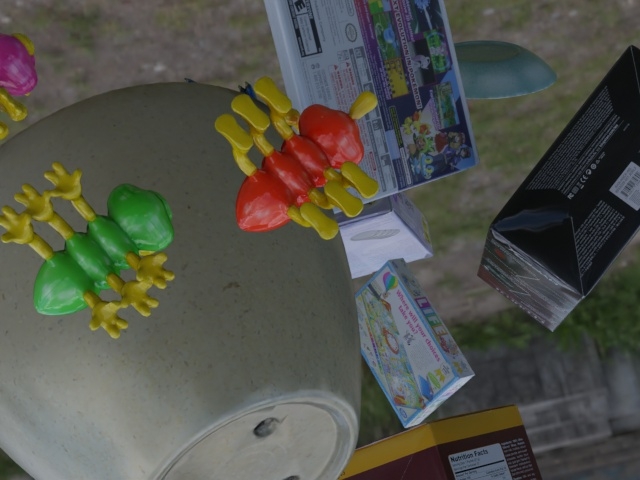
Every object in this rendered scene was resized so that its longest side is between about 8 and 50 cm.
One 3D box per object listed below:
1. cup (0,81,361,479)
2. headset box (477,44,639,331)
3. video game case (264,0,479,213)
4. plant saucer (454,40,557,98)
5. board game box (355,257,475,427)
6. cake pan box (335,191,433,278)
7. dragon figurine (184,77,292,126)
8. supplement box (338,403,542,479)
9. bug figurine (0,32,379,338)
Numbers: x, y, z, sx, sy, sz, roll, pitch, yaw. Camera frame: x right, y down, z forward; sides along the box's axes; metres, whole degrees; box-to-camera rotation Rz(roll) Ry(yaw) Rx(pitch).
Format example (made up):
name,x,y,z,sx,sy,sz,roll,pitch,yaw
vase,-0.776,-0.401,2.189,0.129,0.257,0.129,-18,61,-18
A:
name,x,y,z,sx,sy,sz,roll,pitch,yaw
cup,-0.099,0.086,0.890,0.331,0.237,0.331,-21,140,-19
headset box,0.265,-0.035,1.211,0.218,0.110,0.293,-51,169,-5
video game case,0.048,-0.141,1.067,0.183,0.201,0.023,-19,-171,-34
plant saucer,0.207,-0.227,1.571,0.195,0.195,0.037,-8,114,-9
board game box,0.091,0.111,1.328,0.026,0.154,0.103,-7,148,-44
cake pan box,0.000,0.000,1.653,0.267,0.070,0.246,-16,160,15
dragon figurine,-0.135,-0.145,1.663,0.289,0.144,0.085,9,132,-2
supplement box,0.098,0.270,1.084,0.129,0.194,0.191,-2,159,-46
bug figurine,-0.111,-0.078,0.671,0.216,0.279,0.072,-41,174,-16
